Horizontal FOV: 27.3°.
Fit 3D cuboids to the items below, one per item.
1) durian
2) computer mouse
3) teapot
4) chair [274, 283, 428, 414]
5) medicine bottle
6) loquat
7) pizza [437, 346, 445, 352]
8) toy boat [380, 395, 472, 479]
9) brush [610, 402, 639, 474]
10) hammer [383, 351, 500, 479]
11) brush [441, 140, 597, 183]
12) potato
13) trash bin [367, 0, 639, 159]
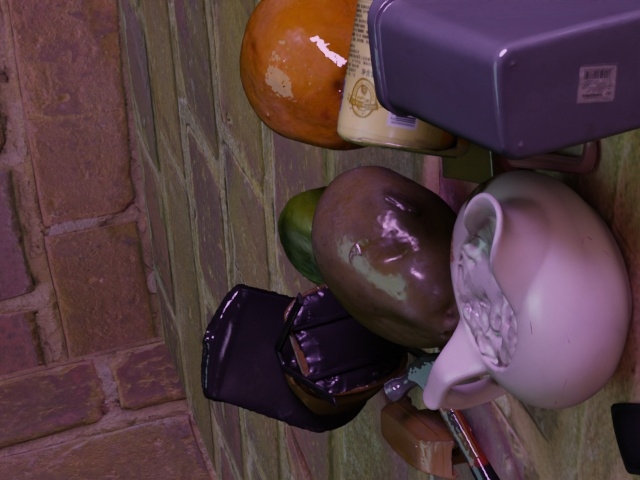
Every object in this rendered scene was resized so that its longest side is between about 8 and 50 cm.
[{"bbox_3d":[0.000,0.000,1.790,0.250,0.101,0.139,148,107,-75],"label":"durian"},{"bbox_3d":[-0.046,0.157,1.769,0.087,0.295,0.168,14,85,55],"label":"computer mouse"},{"bbox_3d":[0.170,0.052,1.119,0.298,0.139,0.204,92,155,-47],"label":"teapot"},{"bbox_3d":[0.039,0.134,1.652,0.247,0.158,0.172,157,98,-74],"label":"chair"},{"bbox_3d":[0.089,-0.195,1.147,0.124,0.124,0.239,-148,67,-70],"label":"medicine bottle"},{"bbox_3d":[0.012,-0.194,1.420,0.187,0.176,0.234,-47,57,22],"label":"loquat"},{"bbox_3d":[0.141,0.104,1.497,0.099,0.029,0.100,93,159,-50],"label":"pizza"},{"bbox_3d":[0.128,0.228,1.559,0.200,0.077,0.057,-151,55,-71],"label":"toy boat"},{"bbox_3d":[0.277,0.161,1.053,0.193,0.016,0.063,149,106,-75],"label":"brush"},{"bbox_3d":[0.173,0.246,1.414,0.111,0.033,0.288,-39,64,25],"label":"hammer"},{"bbox_3d":[0.173,-0.096,1.169,0.233,0.047,0.103,-158,55,-66],"label":"brush"},{"bbox_3d":[0.083,0.020,1.403,0.178,0.160,0.235,37,-177,-46],"label":"potato"},{"bbox_3d":[0.145,-0.142,0.982,0.236,0.176,0.101,-142,41,-61],"label":"trash bin"}]
